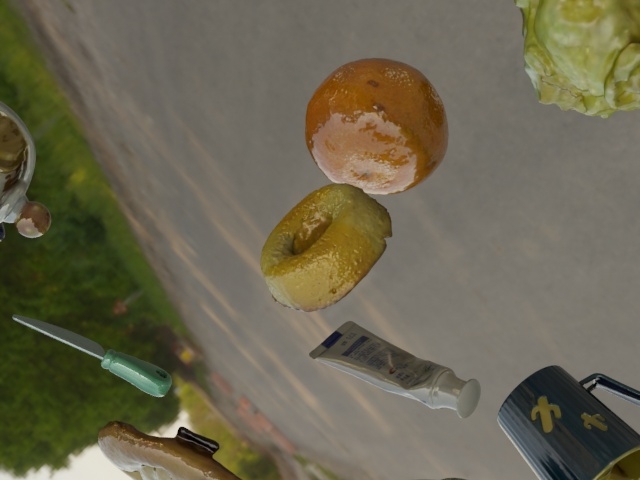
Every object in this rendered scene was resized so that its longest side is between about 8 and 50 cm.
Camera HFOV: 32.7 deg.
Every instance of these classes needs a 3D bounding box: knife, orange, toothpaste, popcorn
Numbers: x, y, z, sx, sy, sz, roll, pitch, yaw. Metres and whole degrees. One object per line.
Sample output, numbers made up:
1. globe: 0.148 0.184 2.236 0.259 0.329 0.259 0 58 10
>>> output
1. knife: -0.346 0.166 1.668 0.260 0.035 0.063 28 -167 -5
2. orange: 0.082 -0.170 1.618 0.224 0.170 0.224 11 150 6
3. toothpaste: 0.109 0.185 1.587 0.266 0.096 0.061 20 134 39
4. popcorn: 0.469 -0.348 1.696 0.312 0.312 0.312 43 170 10

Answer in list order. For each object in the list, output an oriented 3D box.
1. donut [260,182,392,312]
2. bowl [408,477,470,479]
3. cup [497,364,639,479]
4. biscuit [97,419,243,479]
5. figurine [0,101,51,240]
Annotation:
1. donut: 0.000 0.000 1.325 0.162 0.178 0.065 2 142 45
2. bowl: 0.151 0.365 1.259 0.313 0.146 0.313 19 138 18
3. cup: 0.322 0.232 1.333 0.155 0.176 0.131 47 162 34
4. biscuit: -0.080 0.222 0.916 0.260 0.041 0.203 15 149 34
5. figurine: -0.374 -0.041 1.151 0.193 0.133 0.274 3 133 5
